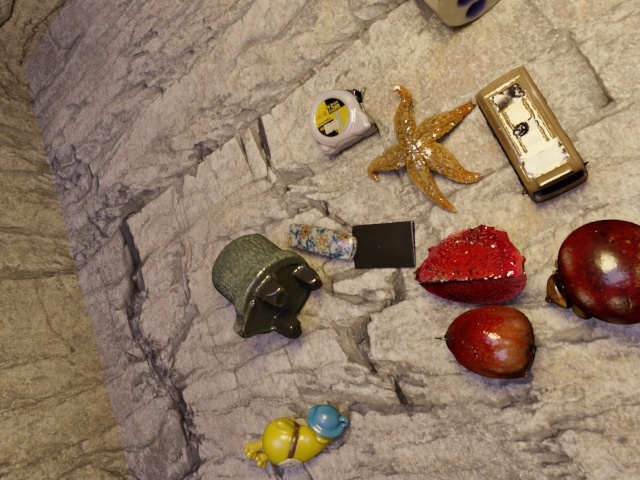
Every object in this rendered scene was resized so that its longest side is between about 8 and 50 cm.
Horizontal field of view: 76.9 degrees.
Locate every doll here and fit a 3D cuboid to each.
[{"bbox_3d":[-0.065,0.626,1.278,0.363,0.145,0.199,-30,114,19],"label":"doll"}]

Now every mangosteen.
[{"bbox_3d":[0.583,0.079,0.840,0.215,0.215,0.257,55,147,19],"label":"mangosteen"}]

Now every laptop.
[{"bbox_3d":[0.184,0.015,1.182,0.197,0.016,0.135,-3,89,33],"label":"laptop"}]

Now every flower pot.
[{"bbox_3d":[-0.171,0.155,1.242,0.283,0.299,0.298,31,106,34],"label":"flower pot"}]

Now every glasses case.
[{"bbox_3d":[0.000,0.000,1.263,0.248,0.065,0.086,15,101,32],"label":"glasses case"}]

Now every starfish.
[{"bbox_3d":[0.263,-0.246,1.087,0.328,0.094,0.374,-13,88,29],"label":"starfish"}]

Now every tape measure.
[{"bbox_3d":[0.062,-0.362,1.210,0.196,0.105,0.178,-19,87,32],"label":"tape measure"}]

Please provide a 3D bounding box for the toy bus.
[{"bbox_3d":[0.476,-0.236,0.916,0.140,0.157,0.289,-28,75,29],"label":"toy bus"}]

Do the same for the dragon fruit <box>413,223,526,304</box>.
[{"bbox_3d":[0.373,0.075,0.995,0.262,0.163,0.189,-9,114,35],"label":"dragon fruit"}]

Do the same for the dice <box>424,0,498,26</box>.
[{"bbox_3d":[0.318,-0.691,0.959,0.243,0.259,0.251,-40,71,28],"label":"dice"}]

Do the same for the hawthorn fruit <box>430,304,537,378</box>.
[{"bbox_3d":[0.384,0.234,0.962,0.235,0.181,0.180,5,92,27],"label":"hawthorn fruit"}]
